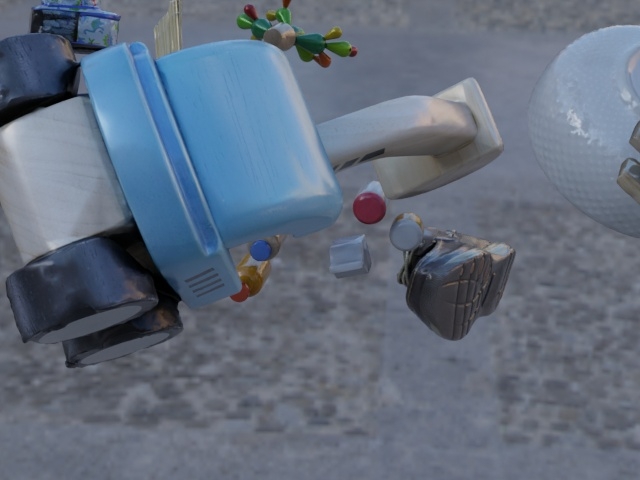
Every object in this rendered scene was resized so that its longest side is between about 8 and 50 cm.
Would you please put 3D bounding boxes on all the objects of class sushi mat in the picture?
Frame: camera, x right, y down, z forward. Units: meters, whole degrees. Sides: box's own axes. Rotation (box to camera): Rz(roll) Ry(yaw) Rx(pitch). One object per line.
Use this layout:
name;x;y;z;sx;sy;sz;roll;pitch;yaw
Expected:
sushi mat;-0.231;-0.206;2.070;0.019;0.316;0.151;-1;-11;-17

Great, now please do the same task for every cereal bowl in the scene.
cereal bowl;0.465;-0.174;1.865;0.339;0.141;0.338;7;55;-10

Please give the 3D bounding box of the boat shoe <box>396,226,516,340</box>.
boat shoe;0.165;0.052;1.835;0.130;0.132;0.355;20;7;18

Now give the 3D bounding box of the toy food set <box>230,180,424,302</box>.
toy food set;0.000;0.000;1.562;0.232;0.111;0.104;-10;16;12

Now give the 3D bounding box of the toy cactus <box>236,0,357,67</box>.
toy cactus;-0.050;-0.365;2.342;0.219;0.112;0.180;28;16;8

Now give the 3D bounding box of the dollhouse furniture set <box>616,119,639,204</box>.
dollhouse furniture set;0.546;-0.092;1.489;0.256;0.362;0.394;44;32;-4

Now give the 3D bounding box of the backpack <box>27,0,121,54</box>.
backpack;-0.316;-0.283;1.730;0.114;0.084;0.105;6;8;-15

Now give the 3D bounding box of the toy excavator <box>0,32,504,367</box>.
toy excavator;-0.042;-0.064;1.161;0.445;0.222;0.433;-19;-10;-2
